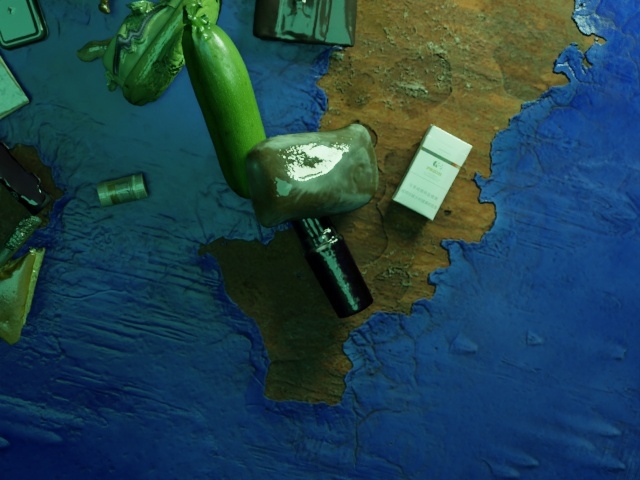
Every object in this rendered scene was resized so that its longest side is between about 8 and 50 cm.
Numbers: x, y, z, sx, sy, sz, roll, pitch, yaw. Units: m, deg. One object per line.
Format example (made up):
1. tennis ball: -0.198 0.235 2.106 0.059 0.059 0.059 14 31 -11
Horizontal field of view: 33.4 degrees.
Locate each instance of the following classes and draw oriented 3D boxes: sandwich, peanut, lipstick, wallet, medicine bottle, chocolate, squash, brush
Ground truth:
1. sandwich: -0.572 0.115 1.884 0.236 0.122 0.128 -30 109 3
2. peanut: -0.388 -0.336 1.876 0.083 0.037 0.037 -10 99 5
3. lipstick: 0.000 0.000 1.929 0.081 0.081 0.299 -28 93 1
4. wallet: -0.020 -0.459 1.872 0.182 0.049 0.229 5 97 -1
5. medicine bottle: -0.354 -0.090 1.911 0.083 0.047 0.047 -13 100 -1
6. chocolate: 0.002 -0.117 1.853 0.254 0.080 0.157 -12 94 -30
7. squash: -0.160 -0.234 1.829 0.101 0.101 0.378 -19 120 0
8. brush: -0.574 0.027 1.926 0.034 0.027 0.190 41 96 -6

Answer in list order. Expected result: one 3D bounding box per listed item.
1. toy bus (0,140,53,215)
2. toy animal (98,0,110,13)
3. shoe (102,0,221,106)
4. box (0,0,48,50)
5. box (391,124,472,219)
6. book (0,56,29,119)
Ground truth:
1. toy bus: -0.548 -0.119 1.880 0.057 0.072 0.172 -45 101 -12
2. toy animal: -0.426 -0.498 1.818 0.255 0.114 0.116 29 74 4
3. shoe: -0.274 -0.355 1.826 0.128 0.140 0.262 32 91 -1
4. box: -0.534 -0.400 1.858 0.091 0.031 0.126 -15 101 -1
5. box: 0.202 -0.124 1.941 0.084 0.040 0.154 27 96 -5
6. book: -0.719 -0.337 1.858 0.264 0.031 0.379 -32 99 1
